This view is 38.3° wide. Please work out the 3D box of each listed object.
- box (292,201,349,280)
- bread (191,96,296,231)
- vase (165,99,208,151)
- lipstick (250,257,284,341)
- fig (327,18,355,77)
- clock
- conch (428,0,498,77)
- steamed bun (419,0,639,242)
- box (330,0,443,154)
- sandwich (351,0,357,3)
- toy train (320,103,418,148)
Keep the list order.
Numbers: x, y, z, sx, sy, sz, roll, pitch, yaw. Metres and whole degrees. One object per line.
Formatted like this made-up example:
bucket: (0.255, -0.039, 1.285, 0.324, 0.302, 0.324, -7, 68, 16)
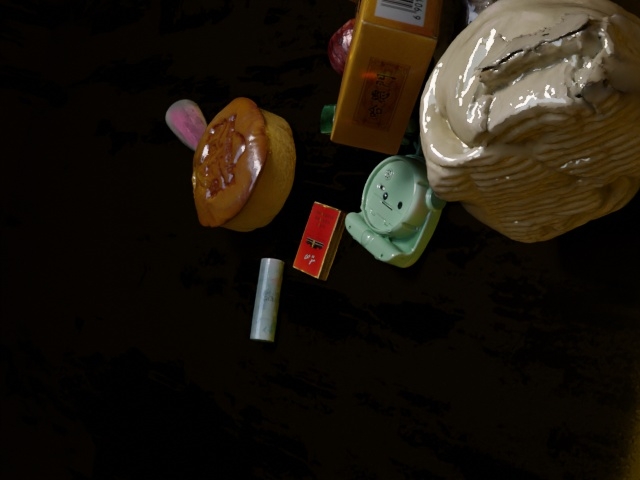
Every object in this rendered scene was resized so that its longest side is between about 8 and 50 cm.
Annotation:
box: (0.000, 0.000, 1.700, 0.090, 0.023, 0.133, 25, 97, 55)
bread: (-0.160, -0.148, 1.858, 0.270, 0.148, 0.269, -22, 61, 47)
vase: (-0.281, -0.236, 2.111, 0.086, 0.086, 0.214, -57, 44, 22)
lipstick: (-0.102, 0.115, 1.769, 0.048, 0.048, 0.157, -8, 71, 51)
fig: (0.074, -0.325, 1.648, 0.128, 0.128, 0.150, 23, 111, 53)
clock: (0.134, -0.073, 1.517, 0.159, 0.066, 0.210, 41, 109, 50)
conch: (0.235, -0.288, 1.383, 0.241, 0.186, 0.312, 140, 121, -69)
steamed bun: (0.292, -0.173, 1.119, 0.394, 0.347, 0.237, 97, 172, -66)
box: (0.118, -0.373, 1.435, 0.264, 0.116, 0.415, 104, 177, -56)
sandwich: (0.101, -0.565, 1.692, 0.235, 0.128, 0.122, -45, 42, 32)
toy train: (0.088, -0.201, 1.587, 0.171, 0.111, 0.071, 7, 87, 53)
